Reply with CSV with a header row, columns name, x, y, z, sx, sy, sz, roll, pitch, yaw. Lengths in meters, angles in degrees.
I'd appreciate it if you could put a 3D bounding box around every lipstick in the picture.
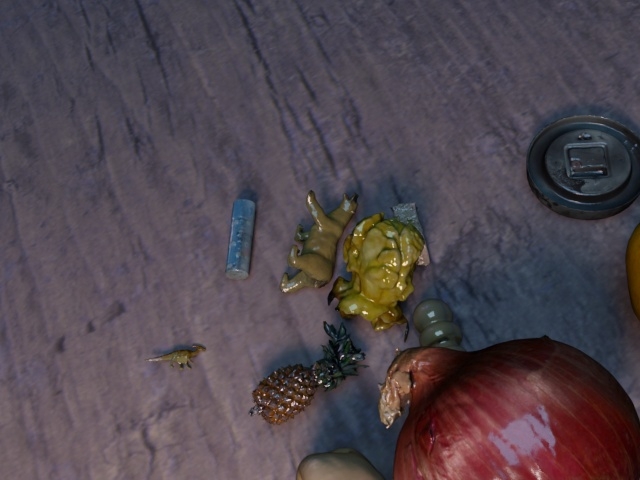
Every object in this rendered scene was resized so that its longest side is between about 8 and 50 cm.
name,x,y,z,sx,sy,sz,roll,pitch,yaw
lipstick,-0.157,-0.003,1.209,0.048,0.048,0.158,-3,63,11

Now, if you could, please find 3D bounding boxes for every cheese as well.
name,x,y,z,sx,sy,sz,roll,pitch,yaw
cheese,0.040,0.401,0.882,0.117,0.235,0.218,-16,20,-15

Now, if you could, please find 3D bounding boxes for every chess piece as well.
name,x,y,z,sx,sy,sz,roll,pitch,yaw
chess piece,0.205,0.173,1.019,0.094,0.094,0.171,-18,58,2

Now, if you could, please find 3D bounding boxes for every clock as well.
name,x,y,z,sx,sy,sz,roll,pitch,yaw
clock,0.494,-0.137,1.143,0.214,0.042,0.215,-5,62,10

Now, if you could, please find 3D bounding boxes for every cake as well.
name,x,y,z,sx,sy,sz,roll,pitch,yaw
cake,0.167,-0.010,1.141,0.052,0.065,0.121,-13,68,8

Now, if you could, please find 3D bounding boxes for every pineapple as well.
name,x,y,z,sx,sy,sz,roll,pitch,yaw
pineapple,-0.029,0.230,1.041,0.221,0.083,0.103,-33,62,-8

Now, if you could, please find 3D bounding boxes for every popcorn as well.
name,x,y,z,sx,sy,sz,roll,pitch,yaw
popcorn,0.105,0.056,1.060,0.173,0.168,0.195,23,78,-17

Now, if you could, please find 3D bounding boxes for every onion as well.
name,x,y,z,sx,sy,sz,roll,pitch,yaw
onion,0.257,0.289,0.811,0.353,0.354,0.354,-5,62,10

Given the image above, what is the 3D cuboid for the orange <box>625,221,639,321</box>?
name,x,y,z,sx,sy,sz,roll,pitch,yaw
orange,0.585,0.060,0.893,0.235,0.279,0.279,-43,62,4

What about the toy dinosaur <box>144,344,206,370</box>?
name,x,y,z,sx,sy,sz,roll,pitch,yaw
toy dinosaur,-0.266,0.220,1.128,0.113,0.026,0.041,-15,54,-6

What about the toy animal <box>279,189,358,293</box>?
name,x,y,z,sx,sy,sz,roll,pitch,yaw
toy animal,0.000,0.000,1.160,0.101,0.103,0.219,17,64,-1
